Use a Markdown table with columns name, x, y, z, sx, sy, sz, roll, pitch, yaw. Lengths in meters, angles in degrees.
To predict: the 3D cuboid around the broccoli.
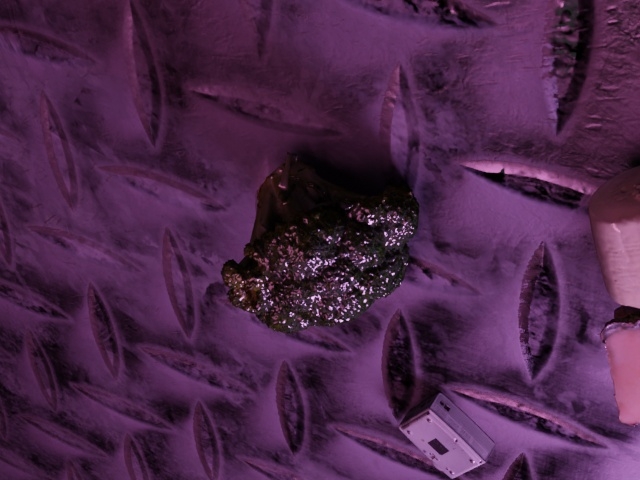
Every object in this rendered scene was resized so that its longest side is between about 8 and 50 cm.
| name | x | y | z | sx | sy | sz | roll | pitch | yaw |
| --- | --- | --- | --- | --- | --- | --- | --- | --- | --- |
| broccoli | 0.000 | 0.000 | 1.724 | 0.304 | 0.321 | 0.283 | -51 | 57 | 39 |

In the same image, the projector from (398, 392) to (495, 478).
| name | x | y | z | sx | sy | sz | roll | pitch | yaw |
| --- | --- | --- | --- | --- | --- | --- | --- | --- | --- |
| projector | 0.232 | 0.367 | 2.008 | 0.147 | 0.061 | 0.115 | 44 | 141 | -2 |

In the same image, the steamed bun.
| name | x | y | z | sx | sy | sz | roll | pitch | yaw |
| --- | --- | --- | --- | --- | --- | --- | --- | --- | --- |
| steamed bun | 0.488 | -0.012 | 1.411 | 0.250 | 0.154 | 0.200 | -4 | 126 | 37 |

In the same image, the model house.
| name | x | y | z | sx | sy | sz | roll | pitch | yaw |
| --- | --- | --- | --- | --- | --- | --- | --- | --- | --- |
| model house | 0.516 | 0.151 | 1.539 | 0.183 | 0.172 | 0.166 | -5 | 109 | 30 |
